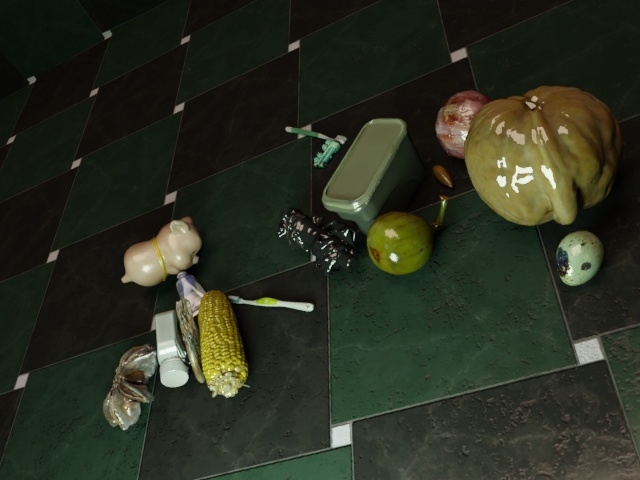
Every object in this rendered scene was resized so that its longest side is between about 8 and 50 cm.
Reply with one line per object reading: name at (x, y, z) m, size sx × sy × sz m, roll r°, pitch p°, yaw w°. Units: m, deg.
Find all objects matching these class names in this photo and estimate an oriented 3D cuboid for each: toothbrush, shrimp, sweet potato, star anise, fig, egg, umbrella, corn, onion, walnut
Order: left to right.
star anise at (-0.456, 0.346, 1.638) m, size 0.229 × 0.093 × 0.236 m, roll -50°, pitch 25°, yaw 29°
shrimp at (-0.315, 0.231, 1.591) m, size 0.046 × 0.152 × 0.219 m, roll -17°, pitch 70°, yaw -3°
corn at (-0.236, 0.234, 1.597) m, size 0.106 × 0.106 × 0.305 m, roll -30°, pitch 39°, yaw 10°
toothbrush at (-0.122, 0.155, 1.646) m, size 0.262 × 0.026 × 0.022 m, roll 3°, pitch 56°, yaw 33°
toothbrush at (-0.017, -0.313, 1.979) m, size 0.257 × 0.018 × 0.024 m, roll 19°, pitch 64°, yaw 43°
umbrella at (0.000, -0.001, 1.629) m, size 0.122 × 0.110 × 0.272 m, roll -40°, pitch 40°, yaw -14°
fig at (0.191, -0.006, 1.494) m, size 0.186 × 0.148 × 0.142 m, roll -20°, pitch 10°, yaw -38°
sweet potato at (0.294, -0.157, 1.613) m, size 0.034 × 0.034 × 0.095 m, roll -37°, pitch 44°, yaw 2°
onion at (0.370, -0.271, 1.570) m, size 0.194 × 0.159 × 0.160 m, roll 10°, pitch 61°, yaw 41°
walnut at (0.446, -0.163, 1.336) m, size 0.296 × 0.285 × 0.285 m, roll -21°, pitch 44°, yaw 8°
egg at (0.489, 0.033, 1.271) m, size 0.085 × 0.085 × 0.110 m, roll 23°, pitch 79°, yaw 45°

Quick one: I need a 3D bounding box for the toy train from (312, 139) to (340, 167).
toy train at (0.017, -0.243, 1.889) m, size 0.045 × 0.029 × 0.092 m, roll 26°, pitch 75°, yaw 29°

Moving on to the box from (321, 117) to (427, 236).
box at (0.141, -0.136, 1.594) m, size 0.138 × 0.178 × 0.274 m, roll 12°, pitch 62°, yaw 41°

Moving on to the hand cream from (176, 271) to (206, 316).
hand cream at (-0.349, 0.140, 1.804) m, size 0.084 × 0.053 × 0.142 m, roll -36°, pitch 52°, yaw 2°

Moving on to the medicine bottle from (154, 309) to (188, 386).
medicine bottle at (-0.364, 0.267, 1.642) m, size 0.069 × 0.119 × 0.183 m, roll -12°, pitch 43°, yaw -5°

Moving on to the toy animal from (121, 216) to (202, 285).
toy animal at (-0.442, 0.044, 1.866) m, size 0.248 × 0.149 × 0.165 m, roll -39°, pitch 17°, yaw -2°
